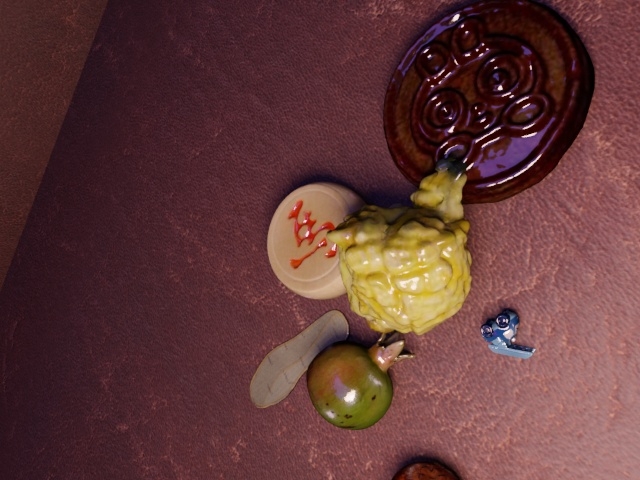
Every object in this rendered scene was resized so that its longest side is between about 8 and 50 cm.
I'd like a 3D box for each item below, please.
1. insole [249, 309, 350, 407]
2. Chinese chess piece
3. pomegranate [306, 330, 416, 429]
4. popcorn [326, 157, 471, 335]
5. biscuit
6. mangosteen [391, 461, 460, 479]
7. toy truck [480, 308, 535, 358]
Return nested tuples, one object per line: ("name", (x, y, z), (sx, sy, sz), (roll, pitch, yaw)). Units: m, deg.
("insole", (-0.060, 0.283, 1.216), (0.348, 0.009, 0.119), (-42, 60, 24))
("Chinese chess piece", (0.000, 0.000, 1.163), (0.273, 0.102, 0.274), (-7, 78, 36))
("pomegranate", (0.082, 0.264, 1.023), (0.224, 0.181, 0.181), (-45, 58, 3))
("popcorn", (0.149, 0.031, 0.955), (0.292, 0.237, 0.293), (-13, 44, 13))
("biscuit", (0.300, -0.273, 0.997), (0.407, 0.091, 0.408), (-8, 77, 36))
("mangosteen", (0.198, 0.493, 0.922), (0.145, 0.156, 0.182), (-16, 102, 8))
("toy truck", (0.337, 0.174, 0.918), (0.073, 0.056, 0.090), (-44, 73, 28))
